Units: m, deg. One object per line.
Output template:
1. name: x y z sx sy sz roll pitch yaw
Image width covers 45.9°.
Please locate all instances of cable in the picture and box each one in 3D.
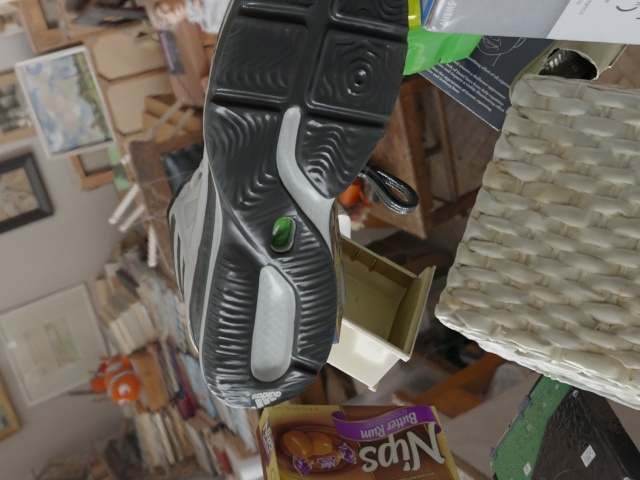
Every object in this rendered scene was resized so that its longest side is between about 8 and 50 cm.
1. cable: 0.069 -0.145 1.532 0.287 0.139 0.072 30 134 -4

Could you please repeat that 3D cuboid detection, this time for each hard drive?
1. hard drive: 0.363 0.358 1.097 0.339 0.064 0.236 -102 34 -62

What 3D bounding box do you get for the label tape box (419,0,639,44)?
1. label tape box: 0.235 -0.261 0.530 0.106 0.334 0.240 107 163 -66

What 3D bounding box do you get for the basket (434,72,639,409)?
1. basket: 0.354 0.019 0.865 0.331 0.266 0.328 19 87 28

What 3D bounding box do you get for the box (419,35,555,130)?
1. box: 0.440 -0.515 1.777 0.293 0.212 0.395 38 139 3

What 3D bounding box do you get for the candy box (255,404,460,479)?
1. candy box: 0.038 0.219 0.738 0.109 0.187 0.053 -106 27 -46

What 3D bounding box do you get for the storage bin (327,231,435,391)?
1. storage bin: 0.041 0.080 1.309 0.262 0.260 0.123 30 131 -3

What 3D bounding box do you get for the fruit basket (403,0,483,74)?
1. fruit basket: 0.121 -0.428 1.228 0.392 0.392 0.282 108 143 -56

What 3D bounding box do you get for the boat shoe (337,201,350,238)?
1. boat shoe: 0.031 -0.012 1.708 0.184 0.066 0.063 83 169 -49

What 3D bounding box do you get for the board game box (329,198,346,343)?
1. board game box: 0.000 0.000 1.053 0.165 0.042 0.243 -74 -21 -70

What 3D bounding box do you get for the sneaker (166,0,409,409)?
1. sneaker: -0.075 -0.094 0.721 0.257 0.169 0.447 37 119 56

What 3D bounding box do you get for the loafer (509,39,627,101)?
1. loafer: 0.402 -0.289 1.140 0.102 0.268 0.092 36 -161 -12
